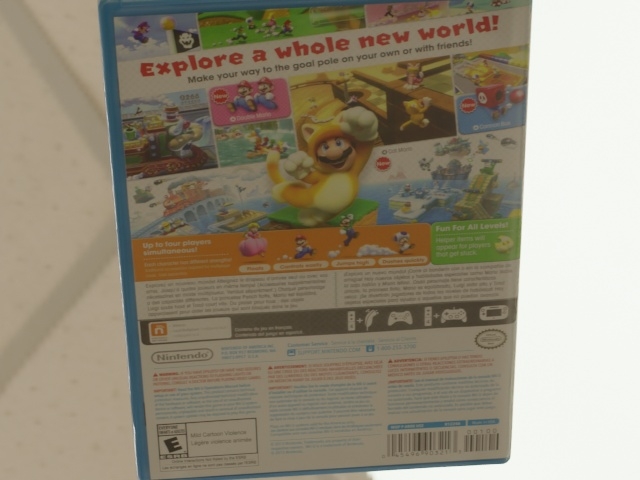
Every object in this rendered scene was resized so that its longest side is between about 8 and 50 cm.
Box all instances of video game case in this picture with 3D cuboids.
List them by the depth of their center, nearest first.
[{"bbox_3d":[0.000,0.000,0.557,0.015,0.119,0.166,-97,-175,-58],"label":"video game case"}]
